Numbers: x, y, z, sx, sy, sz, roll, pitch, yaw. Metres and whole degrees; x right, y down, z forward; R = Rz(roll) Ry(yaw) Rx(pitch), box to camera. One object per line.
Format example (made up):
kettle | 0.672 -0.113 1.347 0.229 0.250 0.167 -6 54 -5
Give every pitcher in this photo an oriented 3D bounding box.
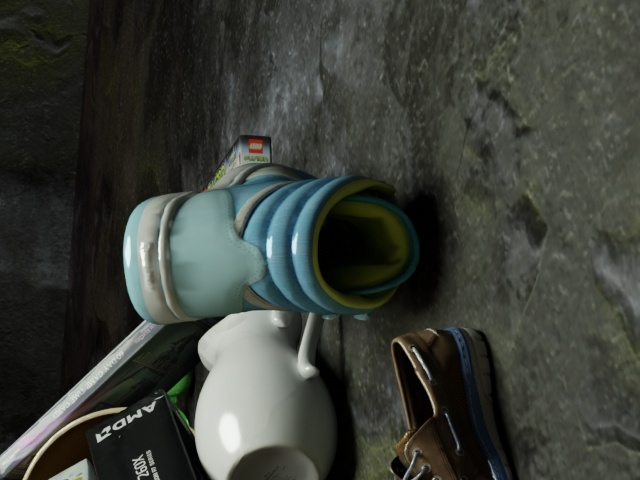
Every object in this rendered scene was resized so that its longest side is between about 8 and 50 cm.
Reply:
pitcher | -0.038 0.126 1.260 0.178 0.125 0.207 -54 25 25

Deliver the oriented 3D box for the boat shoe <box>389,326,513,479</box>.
boat shoe | 0.079 0.142 0.915 0.066 0.066 0.183 114 154 -52

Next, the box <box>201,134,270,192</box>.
box | -0.099 -0.034 1.612 0.207 0.036 0.114 138 133 -68

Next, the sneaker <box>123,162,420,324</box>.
sneaker | 0.000 0.000 1.148 0.319 0.208 0.127 -31 -64 -66

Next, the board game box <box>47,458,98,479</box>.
board game box | -0.177 0.343 1.180 0.224 0.097 0.303 61 178 -14

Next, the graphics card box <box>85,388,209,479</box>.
graphics card box | -0.088 0.313 1.209 0.233 0.094 0.371 61 178 -29

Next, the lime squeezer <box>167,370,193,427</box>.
lime squeezer | -0.190 0.211 1.851 0.110 0.058 0.311 -175 89 -74

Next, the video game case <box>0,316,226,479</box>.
video game case | -0.224 0.170 1.572 0.026 0.274 0.196 48 180 16

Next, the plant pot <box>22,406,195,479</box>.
plant pot | -0.194 0.303 1.583 0.254 0.237 0.237 56 -145 -84
